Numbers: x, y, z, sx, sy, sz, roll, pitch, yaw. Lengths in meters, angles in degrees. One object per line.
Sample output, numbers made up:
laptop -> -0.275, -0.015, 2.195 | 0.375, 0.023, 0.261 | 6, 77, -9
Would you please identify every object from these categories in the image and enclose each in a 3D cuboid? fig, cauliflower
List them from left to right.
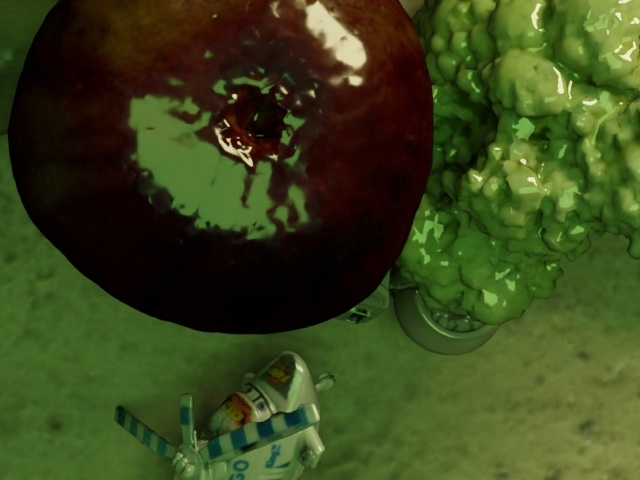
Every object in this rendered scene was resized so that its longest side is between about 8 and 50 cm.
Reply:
fig -> -0.052, -0.058, 1.022 | 0.235, 0.214, 0.235 | 10, 71, -32
cauliflower -> 0.187, -0.078, 1.089 | 0.281, 0.260, 0.327 | 33, 107, -10

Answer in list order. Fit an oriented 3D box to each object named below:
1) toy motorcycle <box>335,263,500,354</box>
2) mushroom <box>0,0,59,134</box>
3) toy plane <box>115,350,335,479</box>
toy motorcycle -> 0.000, 0.000, 1.171 | 0.254, 0.112, 0.112 | 15, 100, -10
mushroom -> -0.279, -0.101, 1.085 | 0.328, 0.122, 0.159 | -5, 119, -8
toy plane -> -0.062, 0.194, 1.183 | 0.107, 0.182, 0.273 | -3, 106, -41
